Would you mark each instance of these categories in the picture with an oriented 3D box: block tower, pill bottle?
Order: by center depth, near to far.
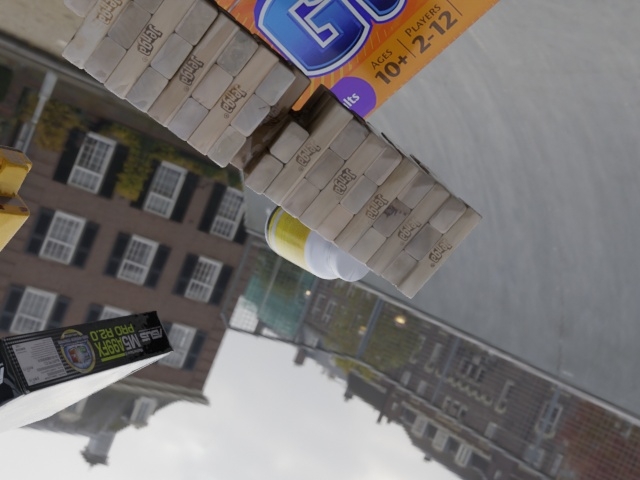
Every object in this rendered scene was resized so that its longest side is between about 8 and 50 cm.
[{"bbox_3d":[-0.035,-0.091,0.586,0.335,0.091,0.097,36,-167,-19],"label":"block tower"},{"bbox_3d":[0.000,0.000,1.186,0.103,0.103,0.184,20,-176,-39],"label":"pill bottle"}]

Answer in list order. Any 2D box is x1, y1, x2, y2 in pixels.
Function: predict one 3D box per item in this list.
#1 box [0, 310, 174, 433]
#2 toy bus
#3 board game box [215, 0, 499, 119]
[{"bbox_3d":[-0.322,0.160,0.844,0.060,0.216,0.270,64,-163,8],"label":"box"},{"bbox_3d":[-0.668,-0.026,1.440,0.130,0.332,0.108,48,-166,18],"label":"toy bus"},{"bbox_3d":[0.020,-0.401,0.815,0.356,0.356,0.356,38,-149,-21],"label":"board game box"}]
